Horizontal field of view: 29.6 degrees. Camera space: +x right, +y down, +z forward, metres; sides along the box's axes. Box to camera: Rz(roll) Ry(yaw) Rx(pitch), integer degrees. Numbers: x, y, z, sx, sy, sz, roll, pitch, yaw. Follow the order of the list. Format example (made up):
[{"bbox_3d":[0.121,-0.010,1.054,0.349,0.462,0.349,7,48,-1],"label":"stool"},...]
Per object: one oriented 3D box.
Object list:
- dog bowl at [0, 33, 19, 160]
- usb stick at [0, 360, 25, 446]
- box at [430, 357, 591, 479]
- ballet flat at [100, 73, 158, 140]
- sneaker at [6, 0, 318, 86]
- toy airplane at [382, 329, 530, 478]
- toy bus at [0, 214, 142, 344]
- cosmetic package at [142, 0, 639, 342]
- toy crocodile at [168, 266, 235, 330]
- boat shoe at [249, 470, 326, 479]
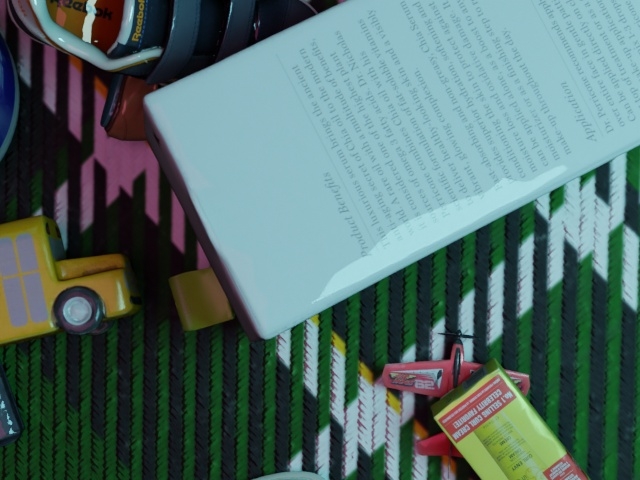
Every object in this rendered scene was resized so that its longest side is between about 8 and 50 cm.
[{"bbox_3d":[-0.454,-0.159,1.259,0.264,0.104,0.265,0,82,-3],"label":"dog bowl"},{"bbox_3d":[-0.400,0.099,1.324,0.077,0.045,0.278,-21,88,9],"label":"usb stick"},{"bbox_3d":[0.212,0.233,1.192,0.087,0.058,0.232,-37,92,5],"label":"box"},{"bbox_3d":[-0.172,-0.216,1.266,0.073,0.080,0.232,11,98,-18],"label":"ballet flat"},{"bbox_3d":[-0.139,-0.205,1.170,0.321,0.127,0.126,6,97,-16],"label":"sneaker"},{"bbox_3d":[0.138,0.165,1.234,0.151,0.028,0.151,0,93,4],"label":"toy airplane"},{"bbox_3d":[-0.361,0.060,1.252,0.332,0.108,0.130,-13,86,-3],"label":"toy bus"},{"bbox_3d":[0.091,-0.109,1.099,0.453,0.161,0.230,-26,87,-9],"label":"cosmetic package"},{"bbox_3d":[0.000,0.000,1.226,0.340,0.105,0.115,-31,86,6],"label":"toy crocodile"},{"bbox_3d":[-0.107,0.359,1.271,0.319,0.116,0.099,-37,129,3],"label":"boat shoe"}]
